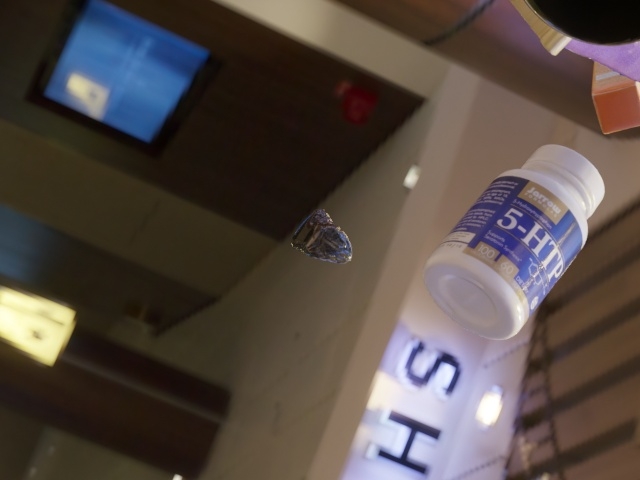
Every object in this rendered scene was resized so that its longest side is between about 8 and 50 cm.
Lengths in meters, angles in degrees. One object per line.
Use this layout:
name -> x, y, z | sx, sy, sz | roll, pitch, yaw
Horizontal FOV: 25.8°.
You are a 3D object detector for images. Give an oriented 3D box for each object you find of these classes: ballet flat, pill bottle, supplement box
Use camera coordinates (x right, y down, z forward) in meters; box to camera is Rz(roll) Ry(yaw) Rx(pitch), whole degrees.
ballet flat -> 0.000, 0.000, 1.635 | 0.057, 0.049, 0.173 | -51, -168, 4
pill bottle -> 0.195, -0.004, 1.368 | 0.187, 0.112, 0.112 | -49, -175, -26
supplement box -> 0.500, -0.263, 2.329 | 0.080, 0.078, 0.233 | -14, -155, 18

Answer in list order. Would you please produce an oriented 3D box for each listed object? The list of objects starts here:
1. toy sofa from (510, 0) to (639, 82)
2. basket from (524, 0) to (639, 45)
toy sofa -> 0.393, -0.254, 1.676 | 0.150, 0.362, 0.177 | -45, -121, 23
basket -> 0.272, -0.336, 1.328 | 0.154, 0.204, 0.227 | -4, -126, 25
